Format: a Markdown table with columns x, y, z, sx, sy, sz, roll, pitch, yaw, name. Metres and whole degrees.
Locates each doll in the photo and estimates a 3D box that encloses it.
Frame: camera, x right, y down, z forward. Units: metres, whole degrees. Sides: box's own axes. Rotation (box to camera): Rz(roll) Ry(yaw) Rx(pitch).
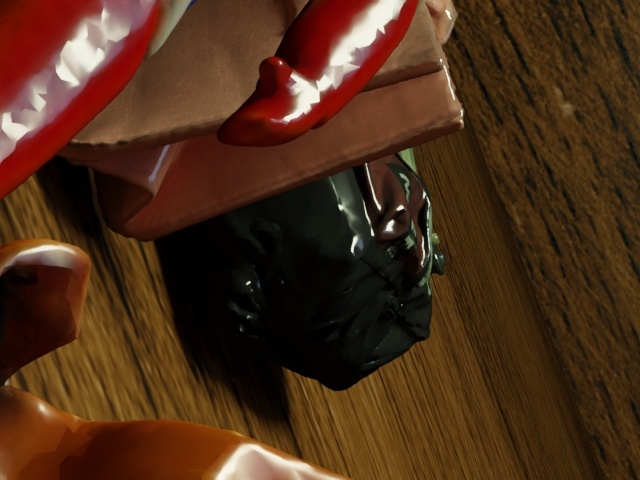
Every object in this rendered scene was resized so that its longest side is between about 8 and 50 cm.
| x | y | z | sx | sy | sz | roll | pitch | yaw | name |
| --- | --- | --- | --- | --- | --- | --- | --- | --- | --- |
| -0.026 | -0.129 | 0.535 | 0.384 | 0.099 | 0.188 | -38 | 108 | -47 | doll |

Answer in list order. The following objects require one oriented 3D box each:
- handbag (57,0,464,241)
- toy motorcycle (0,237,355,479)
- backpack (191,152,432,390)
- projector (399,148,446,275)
| x | y | z | sx | sy | sz | roll | pitch | yaw | name |
| --- | --- | --- | --- | --- | --- | --- | --- | --- | --- |
| -0.033 | -0.113 | 0.709 | 0.059 | 0.157 | 0.212 | 61 | 14 | -51 | handbag |
| 0.021 | 0.088 | 0.309 | 0.221 | 0.325 | 0.148 | 32 | 68 | -53 | toy motorcycle |
| -0.001 | -0.003 | 0.810 | 0.120 | 0.106 | 0.165 | 68 | 12 | 22 | backpack |
| -0.003 | -0.089 | 1.032 | 0.269 | 0.088 | 0.193 | -94 | 164 | -58 | projector |
